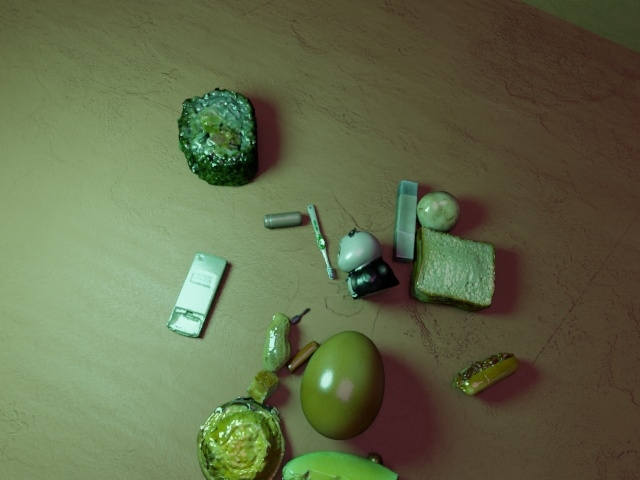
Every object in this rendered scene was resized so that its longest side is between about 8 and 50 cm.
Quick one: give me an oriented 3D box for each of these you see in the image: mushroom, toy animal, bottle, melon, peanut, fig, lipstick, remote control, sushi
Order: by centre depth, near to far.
[{"bbox_3d":[0.049,0.722,1.222,0.323,0.124,0.196,20,77,10],"label":"melon"},{"bbox_3d":[0.166,0.702,1.286,0.050,0.050,0.083,12,86,-2],"label":"fig"},{"bbox_3d":[-0.139,0.335,1.368,0.093,0.083,0.194,6,69,11],"label":"peanut"},{"bbox_3d":[-0.418,0.184,1.425,0.123,0.038,0.285,15,71,1],"label":"remote control"},{"bbox_3d":[0.148,0.080,1.439,0.165,0.187,0.235,-27,77,10],"label":"toy animal"},{"bbox_3d":[-0.139,-0.076,1.540,0.140,0.053,0.053,-6,70,-9],"label":"bottle"},{"bbox_3d":[-0.381,-0.388,1.567,0.294,0.178,0.352,-6,69,-7],"label":"sushi"},{"bbox_3d":[0.447,-0.105,1.579,0.166,0.127,0.166,0,93,-1],"label":"mushroom"},{"bbox_3d":[0.322,-0.073,1.581,0.068,0.066,0.318,10,69,-4],"label":"lipstick"}]

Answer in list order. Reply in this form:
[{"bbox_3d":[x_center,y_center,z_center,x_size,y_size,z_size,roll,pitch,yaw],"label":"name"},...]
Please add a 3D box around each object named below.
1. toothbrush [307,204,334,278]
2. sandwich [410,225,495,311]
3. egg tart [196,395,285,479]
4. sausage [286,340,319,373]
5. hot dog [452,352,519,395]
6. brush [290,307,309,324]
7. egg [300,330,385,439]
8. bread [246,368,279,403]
[{"bbox_3d":[0.000,0.001,1.543,0.030,0.030,0.304,-13,69,-11],"label":"toothbrush"},{"bbox_3d":[0.481,0.110,1.513,0.301,0.099,0.271,13,73,-4],"label":"sandwich"},{"bbox_3d":[-0.231,0.613,1.242,0.290,0.107,0.291,2,70,-6],"label":"egg tart"},{"bbox_3d":[-0.057,0.384,1.381,0.131,0.041,0.039,-40,56,-18],"label":"sausage"},{"bbox_3d":[0.553,0.440,1.394,0.249,0.102,0.076,-21,108,-13],"label":"hot dog"},{"bbox_3d":[-0.071,0.261,1.444,0.083,0.008,0.024,-39,76,-18],"label":"brush"},{"bbox_3d":[0.071,0.431,1.265,0.250,0.250,0.323,20,63,2],"label":"egg"},{"bbox_3d":[-0.181,0.458,1.314,0.070,0.076,0.083,36,113,16],"label":"bread"}]
